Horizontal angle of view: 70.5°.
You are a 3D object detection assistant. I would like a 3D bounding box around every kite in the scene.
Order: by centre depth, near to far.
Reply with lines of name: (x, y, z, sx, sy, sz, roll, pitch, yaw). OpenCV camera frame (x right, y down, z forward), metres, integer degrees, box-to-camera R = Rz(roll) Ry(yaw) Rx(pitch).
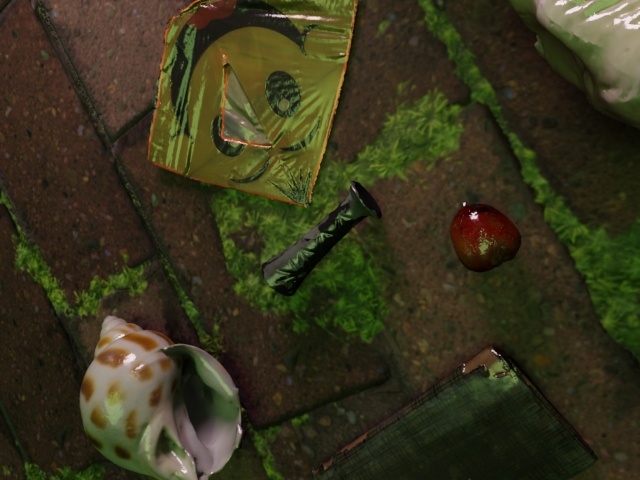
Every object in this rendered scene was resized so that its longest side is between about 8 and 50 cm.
kite: (-0.092, -0.189, 0.610, 0.377, 0.013, 0.328, -28, 87, 19)

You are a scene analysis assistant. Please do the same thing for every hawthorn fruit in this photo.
hawthorn fruit: (0.180, -0.004, 0.501, 0.077, 0.077, 0.077, 2, 97, 20)

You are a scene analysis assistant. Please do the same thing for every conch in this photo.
conch: (-0.237, 0.215, 0.637, 0.275, 0.182, 0.148, 59, 144, 7)

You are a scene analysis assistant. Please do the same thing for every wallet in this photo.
wallet: (0.146, 0.279, 0.558, 0.317, 0.044, 0.169, -43, 82, 20)

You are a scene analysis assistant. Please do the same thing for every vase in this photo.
vase: (0.000, 0.000, 0.574, 0.167, 0.059, 0.059, -43, 81, 19)

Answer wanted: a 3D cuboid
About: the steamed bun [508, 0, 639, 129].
steamed bun: (0.323, -0.211, 0.367, 0.268, 0.207, 0.280, -38, 56, 20)
